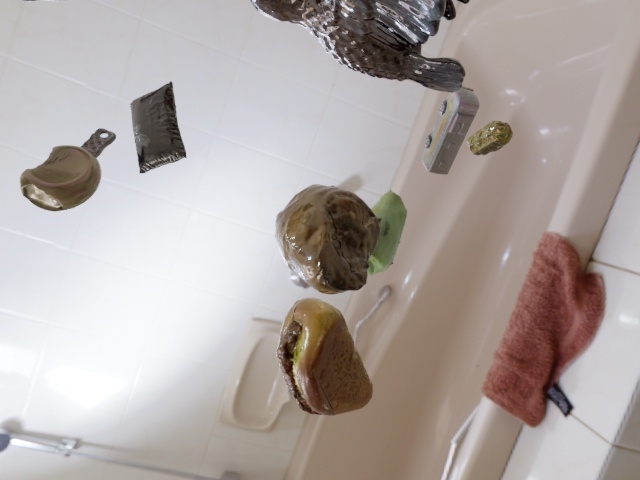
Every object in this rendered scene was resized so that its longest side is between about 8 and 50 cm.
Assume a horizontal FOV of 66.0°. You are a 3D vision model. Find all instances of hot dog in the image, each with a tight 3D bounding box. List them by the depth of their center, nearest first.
[{"bbox_3d":[-0.002,0.375,1.452,0.223,0.405,0.185,-41,32,-29],"label":"hot dog"}]

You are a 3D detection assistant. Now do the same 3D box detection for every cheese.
[{"bbox_3d":[-0.618,-0.193,1.248,0.082,0.163,0.286,110,179,-50],"label":"cheese"}]

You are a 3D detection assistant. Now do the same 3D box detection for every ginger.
[{"bbox_3d":[-0.003,-0.002,1.127,0.223,0.200,0.269,-14,43,47],"label":"ginger"}]

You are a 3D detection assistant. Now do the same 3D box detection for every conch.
[{"bbox_3d":[0.150,-0.002,1.314,0.250,0.143,0.137,-40,-16,-30],"label":"conch"}]

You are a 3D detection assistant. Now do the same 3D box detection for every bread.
[{"bbox_3d":[0.397,-0.238,1.145,0.060,0.066,0.110,-48,6,-23],"label":"bread"}]

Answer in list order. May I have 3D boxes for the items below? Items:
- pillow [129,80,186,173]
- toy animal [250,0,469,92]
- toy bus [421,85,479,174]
[{"bbox_3d":[-0.401,-0.273,1.203,0.055,0.141,0.209,25,-131,-66],"label":"pillow"},{"bbox_3d":[0.027,-0.179,0.401,0.218,0.179,0.116,-86,-5,-73],"label":"toy animal"},{"bbox_3d":[0.256,-0.216,0.981,0.072,0.057,0.172,-100,21,-47],"label":"toy bus"}]
